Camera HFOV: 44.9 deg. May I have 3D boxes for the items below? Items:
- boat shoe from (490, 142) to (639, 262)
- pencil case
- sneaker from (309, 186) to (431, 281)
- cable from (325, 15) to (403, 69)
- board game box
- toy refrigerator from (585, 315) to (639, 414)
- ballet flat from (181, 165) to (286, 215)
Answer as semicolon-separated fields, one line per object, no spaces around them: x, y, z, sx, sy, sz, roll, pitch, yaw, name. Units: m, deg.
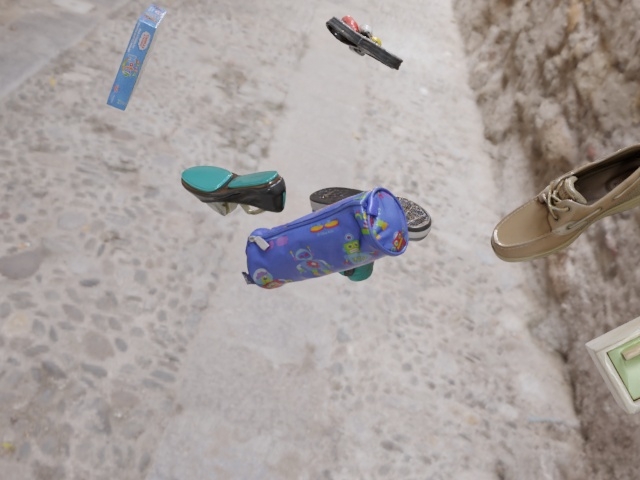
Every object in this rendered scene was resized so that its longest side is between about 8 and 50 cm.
0.463;-0.077;1.443;0.110;0.341;0.122;40;25;-50;boat shoe
0.000;0.000;1.364;0.133;0.306;0.120;37;47;-43;pencil case
0.103;0.004;1.593;0.295;0.179;0.123;17;36;41;sneaker
0.096;-0.429;1.626;0.139;0.072;0.287;34;7;-21;cable
-0.336;-0.342;1.428;0.039;0.160;0.211;21;20;-15;board game box
0.516;0.130;1.061;0.102;0.269;0.094;63;9;7;toy refrigerator
-0.185;-0.096;1.626;0.280;0.096;0.095;9;38;40;ballet flat
